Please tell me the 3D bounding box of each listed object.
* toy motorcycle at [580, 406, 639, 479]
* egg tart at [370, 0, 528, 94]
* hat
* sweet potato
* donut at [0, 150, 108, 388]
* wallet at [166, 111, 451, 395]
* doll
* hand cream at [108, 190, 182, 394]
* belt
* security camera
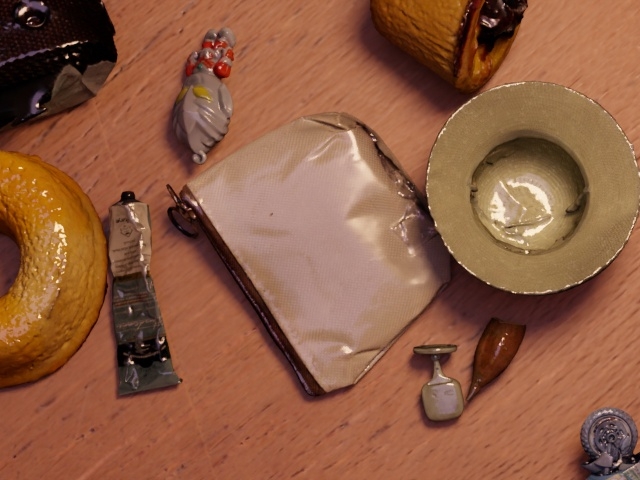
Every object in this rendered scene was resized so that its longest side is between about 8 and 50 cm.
[{"bbox_3d":[0.396,0.308,1.827,0.254,0.092,0.136,34,92,-1],"label":"toy motorcycle"},{"bbox_3d":[0.164,-0.293,1.898,0.170,0.215,0.215,23,81,20],"label":"egg tart"},{"bbox_3d":[0.250,-0.051,1.875,0.257,0.130,0.257,-1,79,3],"label":"hat"},{"bbox_3d":[0.205,0.144,1.883,0.049,0.049,0.117,29,79,7],"label":"sweet potato"},{"bbox_3d":[-0.407,0.027,1.904,0.302,0.110,0.303,-1,79,3],"label":"donut"},{"bbox_3d":[-0.001,0.001,1.916,0.274,0.068,0.335,-35,86,0],"label":"wallet"},{"bbox_3d":[-0.143,-0.182,1.952,0.094,0.079,0.180,-1,71,31],"label":"doll"},{"bbox_3d":[-0.224,0.062,1.926,0.075,0.052,0.248,-11,85,26],"label":"hand cream"},{"bbox_3d":[-0.388,-0.211,1.907,0.289,0.184,0.164,-21,71,-1],"label":"belt"},{"bbox_3d":[0.143,0.173,1.887,0.058,0.058,0.092,-4,92,2],"label":"security camera"}]
